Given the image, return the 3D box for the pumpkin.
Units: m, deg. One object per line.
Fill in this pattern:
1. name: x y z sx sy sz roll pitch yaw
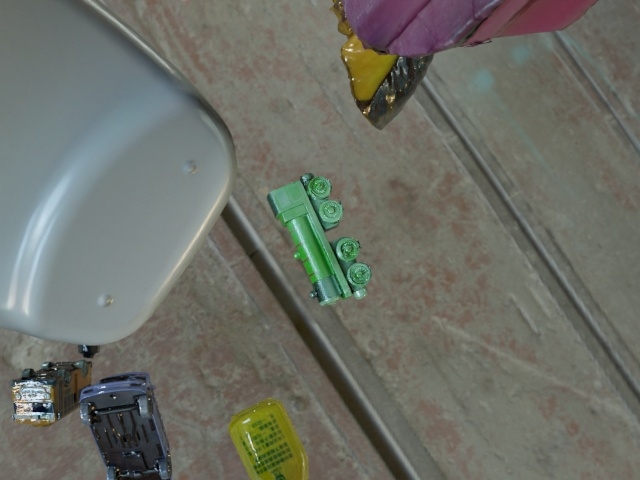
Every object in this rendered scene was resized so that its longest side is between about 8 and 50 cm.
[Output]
1. pumpkin: 0.096 -0.240 0.697 0.111 0.163 0.278 46 27 -55

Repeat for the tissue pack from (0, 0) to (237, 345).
1. tissue pack: -0.245 -0.087 0.449 0.333 0.236 0.229 34 87 -40

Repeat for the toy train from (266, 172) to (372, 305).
1. toy train: 0.000 0.000 1.213 0.119 0.085 0.251 -22 81 -10

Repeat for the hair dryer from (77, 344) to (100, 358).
1. hair dryer: -0.473 0.113 1.513 0.116 0.245 0.302 25 64 -71

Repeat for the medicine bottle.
1. medicine bottle: -0.060 0.436 1.194 0.111 0.076 0.308 -28 78 4

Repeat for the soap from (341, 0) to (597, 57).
1. soap: 0.109 -0.217 0.397 0.112 0.289 0.182 -16 80 -25

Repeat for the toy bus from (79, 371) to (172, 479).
1. toy bus: -0.372 0.358 1.311 0.126 0.292 0.133 -8 37 -5

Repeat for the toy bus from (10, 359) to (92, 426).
1. toy bus: -0.563 0.319 1.412 0.098 0.201 0.114 -2 90 2
